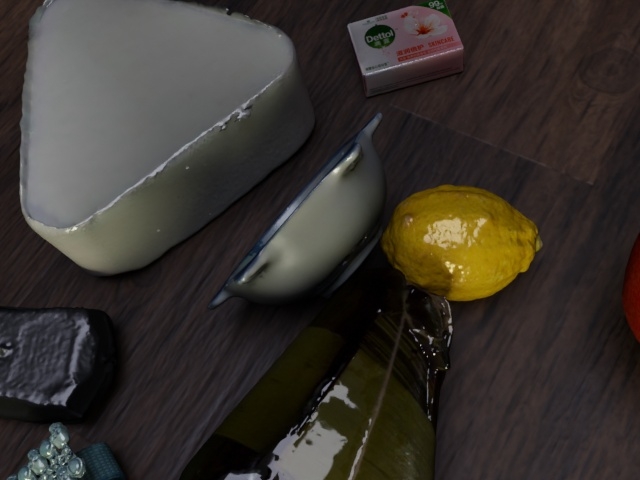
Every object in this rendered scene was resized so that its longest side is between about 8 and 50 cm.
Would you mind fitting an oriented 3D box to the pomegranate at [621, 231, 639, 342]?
[{"bbox_3d":[0.377,0.055,0.529,0.221,0.221,0.257,-38,90,-9],"label":"pomegranate"}]

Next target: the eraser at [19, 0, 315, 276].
[{"bbox_3d":[-0.211,-0.160,0.770,0.331,0.150,0.331,-3,67,8],"label":"eraser"}]

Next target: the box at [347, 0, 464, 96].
[{"bbox_3d":[0.103,-0.234,0.803,0.125,0.043,0.089,-16,63,2],"label":"box"}]

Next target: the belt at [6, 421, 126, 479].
[{"bbox_3d":[-0.271,0.257,0.608,0.179,0.100,0.065,-42,61,-8],"label":"belt"}]

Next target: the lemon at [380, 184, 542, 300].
[{"bbox_3d":[0.136,0.002,0.646,0.155,0.114,0.114,-1,64,4],"label":"lemon"}]

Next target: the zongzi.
[{"bbox_3d":[0.076,0.212,0.559,0.317,0.154,0.289,42,73,5],"label":"zongzi"}]

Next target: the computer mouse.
[{"bbox_3d":[-0.319,0.126,0.691,0.217,0.073,0.122,4,68,5],"label":"computer mouse"}]

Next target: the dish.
[{"bbox_3d":[0.000,0.000,0.638,0.086,0.228,0.236,41,114,-6],"label":"dish"}]
